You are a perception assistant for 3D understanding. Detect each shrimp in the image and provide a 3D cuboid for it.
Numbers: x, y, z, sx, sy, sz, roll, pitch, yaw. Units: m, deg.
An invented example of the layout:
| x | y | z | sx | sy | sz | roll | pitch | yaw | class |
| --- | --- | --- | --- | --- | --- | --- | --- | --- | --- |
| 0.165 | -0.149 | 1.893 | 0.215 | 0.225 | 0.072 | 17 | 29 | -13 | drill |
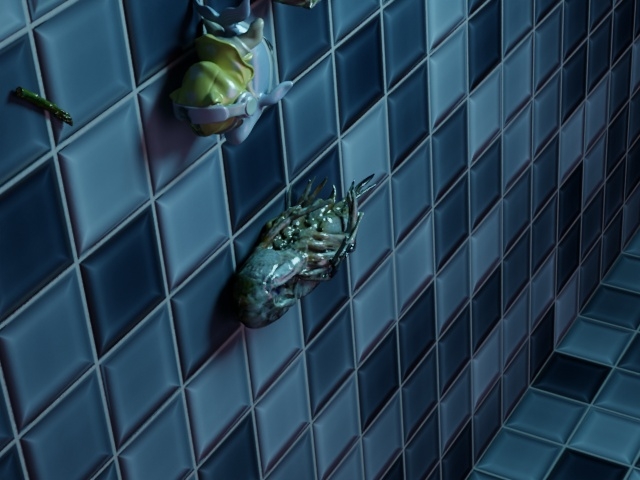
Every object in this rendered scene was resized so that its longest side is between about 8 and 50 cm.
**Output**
| x | y | z | sx | sy | sz | roll | pitch | yaw | class |
| --- | --- | --- | --- | --- | --- | --- | --- | --- | --- |
| -0.001 | 0.002 | 2.232 | 0.372 | 0.172 | 0.137 | -52 | 141 | -25 | shrimp |

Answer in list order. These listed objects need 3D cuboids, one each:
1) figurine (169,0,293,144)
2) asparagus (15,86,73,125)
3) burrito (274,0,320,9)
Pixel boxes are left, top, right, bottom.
| x | y | z | sx | sy | sz | roll | pitch | yaw | class |
| --- | --- | --- | --- | --- | --- | --- | --- | --- | --- |
| -0.128 | -0.229 | 1.931 | 0.184 | 0.128 | 0.208 | -38 | 127 | -47 | figurine |
| -0.327 | -0.160 | 1.696 | 0.114 | 0.014 | 0.015 | 28 | 79 | -62 | asparagus |
| -0.036 | -0.453 | 2.030 | 0.144 | 0.089 | 0.228 | 7 | 96 | -50 | burrito |
